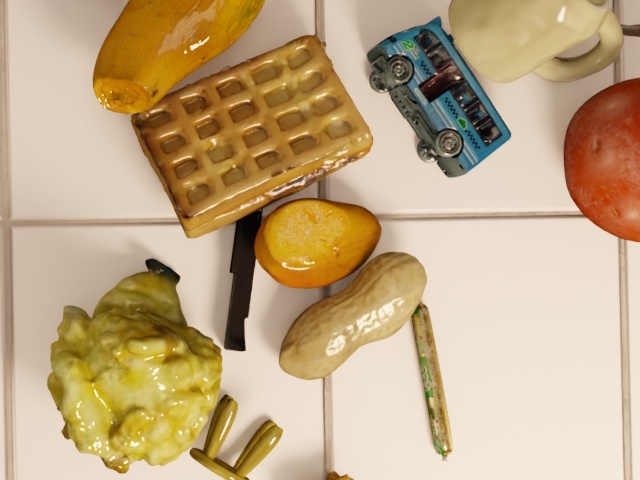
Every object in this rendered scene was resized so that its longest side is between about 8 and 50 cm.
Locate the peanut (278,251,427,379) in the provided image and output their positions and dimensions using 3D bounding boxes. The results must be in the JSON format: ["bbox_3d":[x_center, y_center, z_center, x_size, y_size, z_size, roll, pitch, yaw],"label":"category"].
[{"bbox_3d":[0.051,0.123,1.850,0.275,0.125,0.111,-35,56,0],"label":"peanut"}]

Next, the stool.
[{"bbox_3d":[-0.131,0.312,1.826,0.110,0.134,0.135,-59,140,-6],"label":"stool"}]

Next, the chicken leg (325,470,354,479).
[{"bbox_3d":[0.049,0.430,1.864,0.208,0.085,0.101,23,75,-15],"label":"chicken leg"}]

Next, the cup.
[{"bbox_3d":[0.352,-0.330,1.826,0.255,0.202,0.173,47,40,-16],"label":"cup"}]

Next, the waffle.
[{"bbox_3d":[-0.104,-0.164,1.814,0.328,0.098,0.224,-25,75,-8],"label":"waffle"}]

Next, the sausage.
[{"bbox_3d":[0.180,0.225,1.901,0.033,0.033,0.269,-10,91,-7],"label":"sausage"}]

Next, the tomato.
[{"bbox_3d":[0.519,-0.129,1.840,0.265,0.265,0.264,0,89,-7],"label":"tomato"}]

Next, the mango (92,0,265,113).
[{"bbox_3d":[-0.213,-0.335,1.786,0.359,0.187,0.144,-44,132,-10],"label":"mango"}]

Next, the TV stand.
[{"bbox_3d":[-0.121,0.046,1.859,0.040,0.049,0.256,8,88,-9],"label":"TV stand"}]

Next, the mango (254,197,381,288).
[{"bbox_3d":[-0.003,0.001,1.843,0.217,0.102,0.141,-14,85,-23],"label":"mango"}]

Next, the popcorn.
[{"bbox_3d":[-0.284,0.198,1.741,0.293,0.293,0.237,40,103,-5],"label":"popcorn"}]

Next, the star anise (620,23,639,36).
[{"bbox_3d":[0.424,-0.523,1.887,0.360,0.139,0.315,20,94,-6],"label":"star anise"}]

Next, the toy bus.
[{"bbox_3d":[0.186,-0.227,1.866,0.134,0.113,0.246,-35,95,-10],"label":"toy bus"}]
